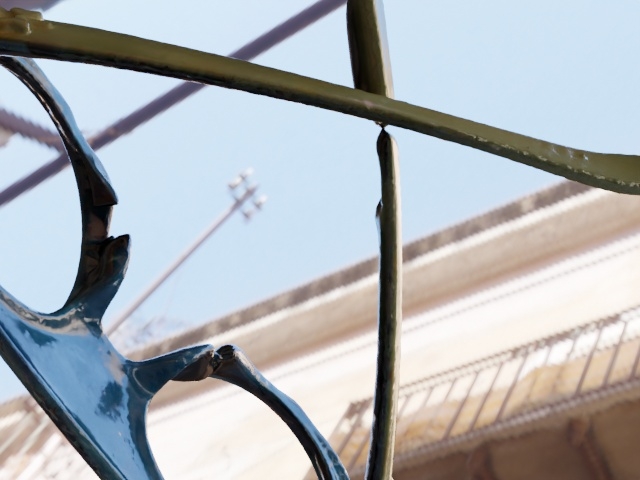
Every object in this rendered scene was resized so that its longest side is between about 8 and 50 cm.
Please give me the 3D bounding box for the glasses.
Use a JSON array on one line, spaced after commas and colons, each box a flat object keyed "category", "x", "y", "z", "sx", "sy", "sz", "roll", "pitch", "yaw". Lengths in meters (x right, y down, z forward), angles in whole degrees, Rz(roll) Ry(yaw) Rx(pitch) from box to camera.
[{"category": "glasses", "x": -0.007, "y": -0.007, "z": 0.515, "sx": 0.207, "sy": 0.102, "sz": 0.239, "roll": -35, "pitch": -76, "yaw": -4}]
